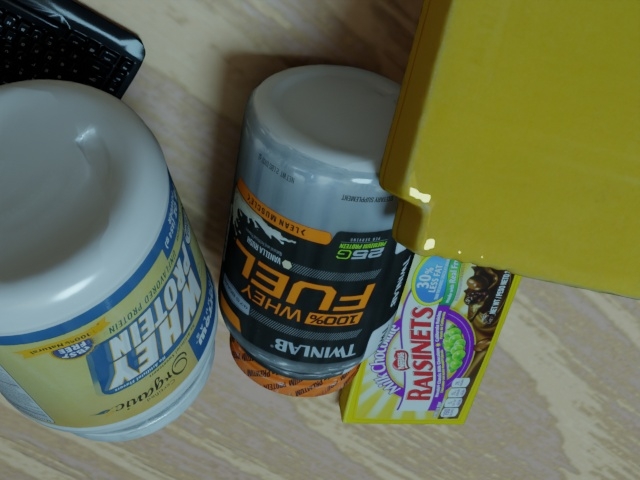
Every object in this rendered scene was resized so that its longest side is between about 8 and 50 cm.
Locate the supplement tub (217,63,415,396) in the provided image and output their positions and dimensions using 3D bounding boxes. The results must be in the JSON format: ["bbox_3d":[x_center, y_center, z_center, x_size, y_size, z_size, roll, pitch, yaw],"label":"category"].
[{"bbox_3d":[0.000,0.000,0.574,0.117,0.117,0.190,2,129,-12],"label":"supplement tub"}]

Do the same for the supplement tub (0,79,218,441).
[{"bbox_3d":[-0.138,0.023,0.531,0.145,0.144,0.199,-11,148,0],"label":"supplement tub"}]

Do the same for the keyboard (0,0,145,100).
[{"bbox_3d":[-0.198,-0.107,0.503,0.192,0.038,0.100,25,122,-26],"label":"keyboard"}]

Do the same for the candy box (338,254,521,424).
[{"bbox_3d":[0.082,0.063,0.701,0.105,0.027,0.205,4,129,-9],"label":"candy box"}]

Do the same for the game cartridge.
[{"bbox_3d":[0.208,-0.105,0.495,0.324,0.053,0.285,12,99,-17],"label":"game cartridge"}]
